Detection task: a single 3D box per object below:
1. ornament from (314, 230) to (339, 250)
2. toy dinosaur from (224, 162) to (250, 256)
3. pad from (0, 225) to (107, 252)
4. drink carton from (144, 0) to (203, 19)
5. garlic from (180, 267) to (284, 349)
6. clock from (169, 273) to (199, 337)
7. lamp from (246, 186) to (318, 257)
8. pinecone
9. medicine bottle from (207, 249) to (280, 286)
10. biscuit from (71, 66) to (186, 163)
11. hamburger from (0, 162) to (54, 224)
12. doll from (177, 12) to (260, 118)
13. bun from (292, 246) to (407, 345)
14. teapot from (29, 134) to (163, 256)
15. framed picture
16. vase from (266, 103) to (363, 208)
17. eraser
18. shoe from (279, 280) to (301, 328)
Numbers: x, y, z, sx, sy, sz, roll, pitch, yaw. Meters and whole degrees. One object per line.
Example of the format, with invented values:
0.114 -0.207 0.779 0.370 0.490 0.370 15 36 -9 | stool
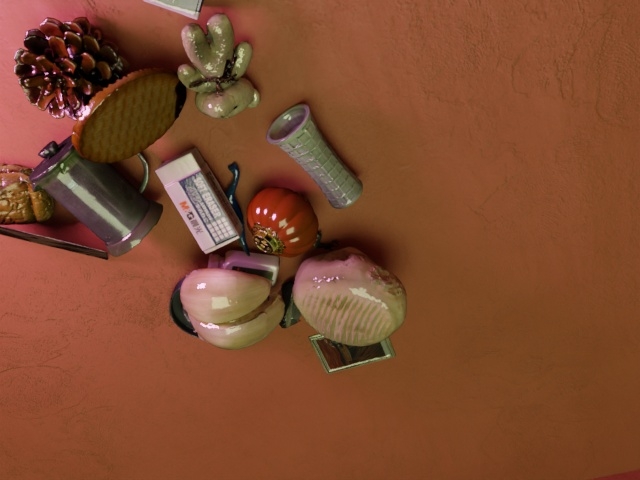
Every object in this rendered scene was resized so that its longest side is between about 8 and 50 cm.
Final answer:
0.000 0.000 2.021 0.125 0.028 0.073 8 128 -7 | ornament
-0.238 -0.083 1.903 0.188 0.075 0.248 -34 100 25 | toy dinosaur
-0.790 0.007 1.903 0.330 0.004 0.220 15 168 -14 | pad
-0.308 -0.636 1.460 0.134 0.102 0.222 16 126 -13 | drink carton
-0.275 0.195 1.978 0.313 0.249 0.286 7 112 7 | garlic
-0.359 0.215 2.152 0.280 0.055 0.281 -2 128 -2 | clock
-0.109 -0.053 1.868 0.223 0.196 0.223 27 148 19 | lamp
-0.594 -0.403 1.535 0.264 0.264 0.264 -2 128 -2 | pinecone
-0.243 0.086 2.040 0.219 0.078 0.115 8 140 -10 | medicine bottle
-0.470 -0.308 1.612 0.040 0.318 0.318 50 119 12 | biscuit
-0.863 -0.117 1.820 0.206 0.130 0.183 2 130 -8 | hamburger
-0.254 -0.410 1.591 0.175 0.149 0.278 -2 139 9 | doll
0.099 0.170 2.004 0.362 0.234 0.326 3 126 27 | bun
-0.601 -0.155 1.779 0.270 0.200 0.337 -44 120 -4 | teapot
0.117 0.387 2.338 0.273 0.016 0.216 -17 127 10 | framed picture
-0.005 -0.218 1.785 0.143 0.143 0.299 -29 126 19 | vase
-0.339 -0.111 1.834 0.124 0.081 0.279 -24 108 13 | eraser
-0.090 0.210 2.162 0.077 0.074 0.194 -6 130 -27 | shoe
